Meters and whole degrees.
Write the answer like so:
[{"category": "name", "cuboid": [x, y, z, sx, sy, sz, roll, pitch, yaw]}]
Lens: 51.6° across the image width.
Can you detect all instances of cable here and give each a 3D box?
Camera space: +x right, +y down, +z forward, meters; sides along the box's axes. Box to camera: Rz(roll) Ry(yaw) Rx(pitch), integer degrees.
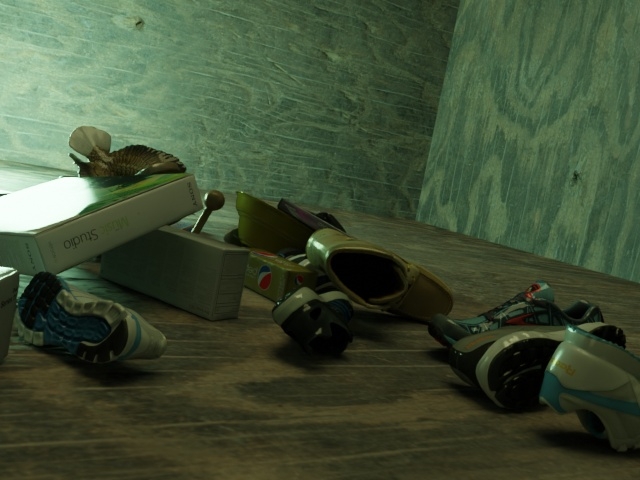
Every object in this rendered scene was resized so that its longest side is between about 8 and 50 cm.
[{"category": "cable", "cuboid": [0.000, 0.000, 1.527, 0.151, 0.047, 0.184, -10, -45, 40]}]

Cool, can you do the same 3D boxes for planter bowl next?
[{"category": "planter bowl", "cuboid": [-0.103, -0.010, 1.374, 0.217, 0.090, 0.217, 29, -5, 3]}]

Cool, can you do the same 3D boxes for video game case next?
[{"category": "video game case", "cuboid": [0.036, 0.001, 1.366, 0.274, 0.026, 0.196, 30, -6, 1]}]

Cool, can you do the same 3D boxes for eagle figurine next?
[{"category": "eagle figurine", "cuboid": [-0.476, -0.135, 1.561, 0.298, 0.226, 0.225, 10, -16, 45]}]

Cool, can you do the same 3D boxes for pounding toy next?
[{"category": "pounding toy", "cuboid": [-0.284, -0.030, 1.112, 0.270, 0.154, 0.154, -22, -3, -12]}]

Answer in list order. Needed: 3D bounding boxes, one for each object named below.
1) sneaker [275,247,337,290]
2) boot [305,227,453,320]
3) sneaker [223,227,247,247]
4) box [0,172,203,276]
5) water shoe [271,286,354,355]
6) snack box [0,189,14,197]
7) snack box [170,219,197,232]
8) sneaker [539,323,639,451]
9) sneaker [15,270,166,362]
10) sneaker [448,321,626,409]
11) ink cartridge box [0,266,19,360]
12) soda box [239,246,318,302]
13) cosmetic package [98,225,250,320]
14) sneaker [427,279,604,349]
[{"category": "sneaker", "cuboid": [-0.003, 0.045, 1.232, 0.121, 0.079, 0.217, 17, 10, 42]}, {"category": "boot", "cuboid": [0.109, 0.066, 1.000, 0.262, 0.095, 0.203, 29, 1, -10]}, {"category": "sneaker", "cuboid": [-0.187, -0.001, 1.480, 0.061, 0.053, 0.152, 3, -2, 17]}, {"category": "box", "cuboid": [-0.347, -0.030, 0.874, 0.322, 0.058, 0.232, 5, 24, 38]}, {"category": "water shoe", "cuboid": [0.003, 0.111, 0.827, 0.080, 0.073, 0.203, 54, 13, 19]}, {"category": "snack box", "cuboid": [-0.736, -0.092, 1.404, 0.100, 0.037, 0.141, 10, 7, 9]}, {"category": "snack box", "cuboid": [-0.343, -0.033, 1.590, 0.064, 0.022, 0.178, 12, 7, 1]}, {"category": "sneaker", "cuboid": [0.326, 0.174, 0.685, 0.229, 0.092, 0.087, 29, 1, -11]}, {"category": "sneaker", "cuboid": [-0.231, 0.086, 0.666, 0.191, 0.071, 0.083, 16, -9, 35]}, {"category": "sneaker", "cuboid": [0.274, 0.141, 0.810, 0.272, 0.100, 0.108, 6, 3, -31]}, {"category": "ink cartridge box", "cuboid": [-0.369, 0.058, 0.519, 0.208, 0.086, 0.153, 9, 7, -6]}, {"category": "soda box", "cuboid": [-0.082, 0.057, 1.100, 0.061, 0.058, 0.181, 6, 9, -37]}, {"category": "cosmetic package", "cuboid": [-0.212, 0.033, 0.941, 0.239, 0.098, 0.060, 16, 6, 33]}, {"category": "sneaker", "cuboid": [0.273, 0.111, 0.924, 0.262, 0.125, 0.104, 9, 7, -16]}]
